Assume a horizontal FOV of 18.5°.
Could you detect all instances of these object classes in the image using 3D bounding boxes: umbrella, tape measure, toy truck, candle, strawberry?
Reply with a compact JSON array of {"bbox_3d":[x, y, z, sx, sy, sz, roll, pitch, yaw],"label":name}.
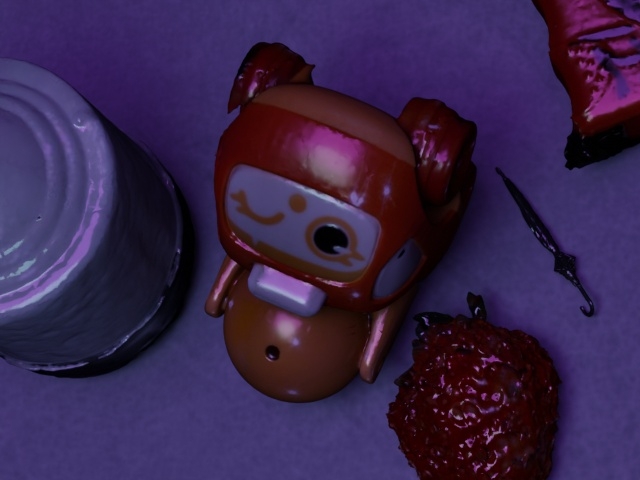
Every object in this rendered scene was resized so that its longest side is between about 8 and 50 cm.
[{"bbox_3d":[0.182,-0.003,1.579,0.022,0.022,0.149,-22,71,-26],"label":"umbrella"},{"bbox_3d":[0.276,-0.209,1.535,0.260,0.114,0.253,-20,76,10],"label":"tape measure"},{"bbox_3d":[0.000,0.000,1.516,0.189,0.265,0.239,22,78,13],"label":"toy truck"},{"bbox_3d":[-0.237,-0.017,1.549,0.221,0.342,0.221,-3,77,13],"label":"candle"},{"bbox_3d":[0.121,0.140,1.534,0.140,0.085,0.192,16,87,7],"label":"strawberry"}]
